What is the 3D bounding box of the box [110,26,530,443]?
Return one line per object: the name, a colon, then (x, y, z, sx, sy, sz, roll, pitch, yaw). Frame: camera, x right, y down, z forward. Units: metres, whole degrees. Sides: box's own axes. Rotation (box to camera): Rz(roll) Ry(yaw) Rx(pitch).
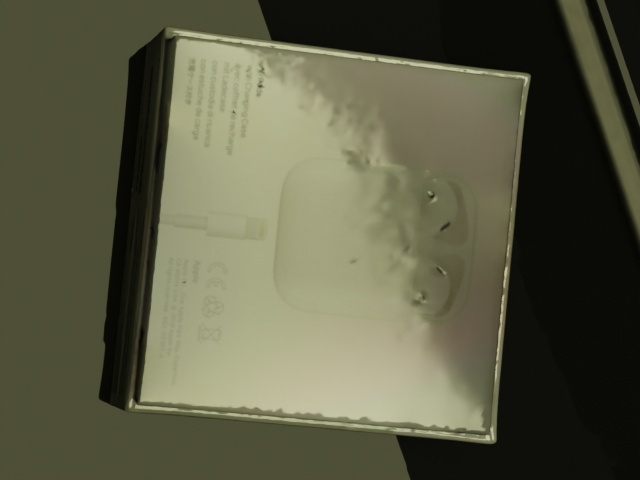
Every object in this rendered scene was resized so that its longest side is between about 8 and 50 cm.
box: (0.000, 0.000, 0.692, 0.129, 0.051, 0.130, 6, 88, -13)
